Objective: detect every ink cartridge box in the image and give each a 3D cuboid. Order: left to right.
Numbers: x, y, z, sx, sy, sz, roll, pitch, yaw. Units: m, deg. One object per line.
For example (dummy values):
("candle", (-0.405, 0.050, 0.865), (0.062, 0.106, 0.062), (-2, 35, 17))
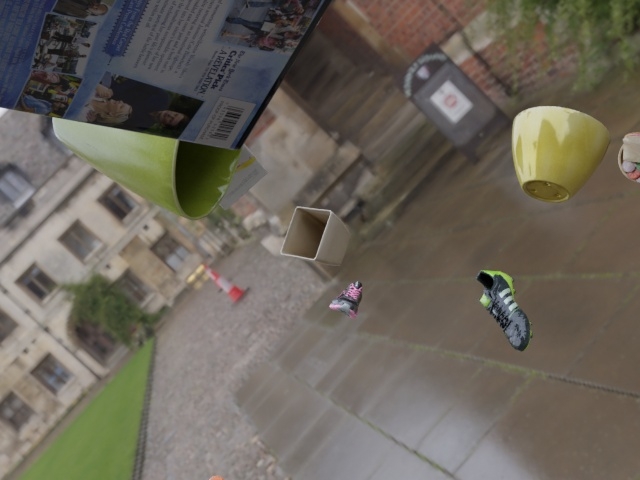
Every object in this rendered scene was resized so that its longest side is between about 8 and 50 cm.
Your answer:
("ink cartridge box", (-0.219, -0.175, 1.824), (0.127, 0.128, 0.176), (-42, -31, -1))

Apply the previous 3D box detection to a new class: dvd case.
("dvd case", (-0.127, -0.150, 0.607), (0.180, 0.253, 0.022), (-53, 45, 35))

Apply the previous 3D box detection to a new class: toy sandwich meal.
("toy sandwich meal", (0.523, -0.135, 1.434), (0.029, 0.086, 0.085), (-14, -20, -46))

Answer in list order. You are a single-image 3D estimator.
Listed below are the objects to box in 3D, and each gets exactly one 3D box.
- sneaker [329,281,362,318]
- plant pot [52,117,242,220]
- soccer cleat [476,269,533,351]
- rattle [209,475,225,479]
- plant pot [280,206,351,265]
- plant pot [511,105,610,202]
("sneaker", (0.048, 0.092, 1.413), (0.057, 0.047, 0.119), (-64, -4, 2))
("plant pot", (-0.327, -0.206, 1.596), (0.275, 0.293, 0.275), (16, -90, -74))
("soccer cleat", (0.318, 0.122, 1.533), (0.179, 0.072, 0.060), (-100, 28, -48))
("rattle", (-0.103, 0.402, 1.172), (0.199, 0.130, 0.143), (-4, 76, 45))
("plant pot", (0.000, 0.000, 1.839), (0.109, 0.096, 0.109), (9, 76, 46))
("plant pot", (0.321, -0.109, 1.206), (0.134, 0.134, 0.095), (-32, 37, 66))
